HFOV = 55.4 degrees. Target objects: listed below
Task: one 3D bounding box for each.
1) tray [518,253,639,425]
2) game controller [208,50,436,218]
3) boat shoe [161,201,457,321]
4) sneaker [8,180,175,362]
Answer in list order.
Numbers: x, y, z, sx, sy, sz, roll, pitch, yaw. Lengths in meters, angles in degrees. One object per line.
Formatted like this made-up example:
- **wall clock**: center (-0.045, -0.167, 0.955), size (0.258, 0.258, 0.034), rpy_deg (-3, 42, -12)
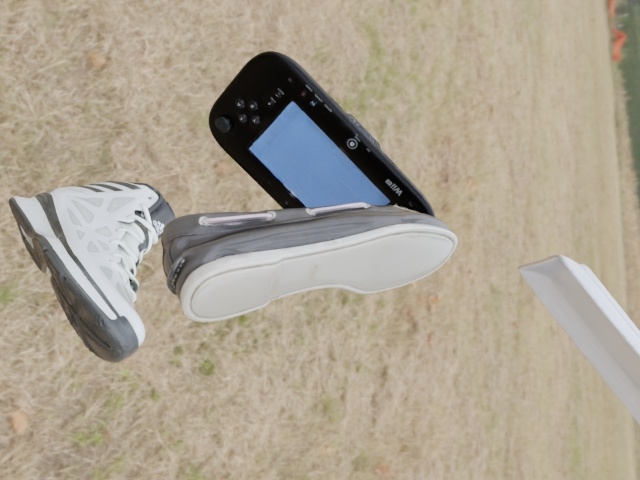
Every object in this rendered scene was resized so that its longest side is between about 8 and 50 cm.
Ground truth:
- **tray**: center (0.335, 0.124, 0.681), size (0.270, 0.030, 0.145), rpy_deg (53, -3, 7)
- **game controller**: center (0.002, -0.091, 0.792), size (0.319, 0.166, 0.067), rpy_deg (44, 46, -9)
- **boat shoe**: center (0.000, 0.000, 0.639), size (0.335, 0.112, 0.095), rpy_deg (-8, 50, -32)
- **sneaker**: center (-0.348, 0.006, 1.061), size (0.257, 0.447, 0.169), rpy_deg (-25, 134, -28)
